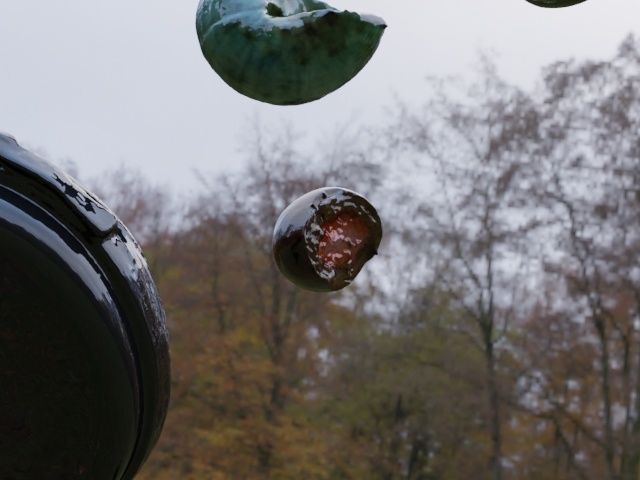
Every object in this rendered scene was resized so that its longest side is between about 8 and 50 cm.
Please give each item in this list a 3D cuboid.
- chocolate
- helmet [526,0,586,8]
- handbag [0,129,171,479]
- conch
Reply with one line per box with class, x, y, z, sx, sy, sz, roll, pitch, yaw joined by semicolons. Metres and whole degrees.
chocolate;0.000;0.000;1.399;0.127;0.124;0.133;-33;-20;29
helmet;0.230;-0.355;1.068;0.137;0.258;0.204;33;-6;-40
handbag;-0.231;0.049;0.641;0.308;0.254;0.093;9;24;3
conch;-0.043;-0.214;1.238;0.188;0.175;0.122;38;-40;37
